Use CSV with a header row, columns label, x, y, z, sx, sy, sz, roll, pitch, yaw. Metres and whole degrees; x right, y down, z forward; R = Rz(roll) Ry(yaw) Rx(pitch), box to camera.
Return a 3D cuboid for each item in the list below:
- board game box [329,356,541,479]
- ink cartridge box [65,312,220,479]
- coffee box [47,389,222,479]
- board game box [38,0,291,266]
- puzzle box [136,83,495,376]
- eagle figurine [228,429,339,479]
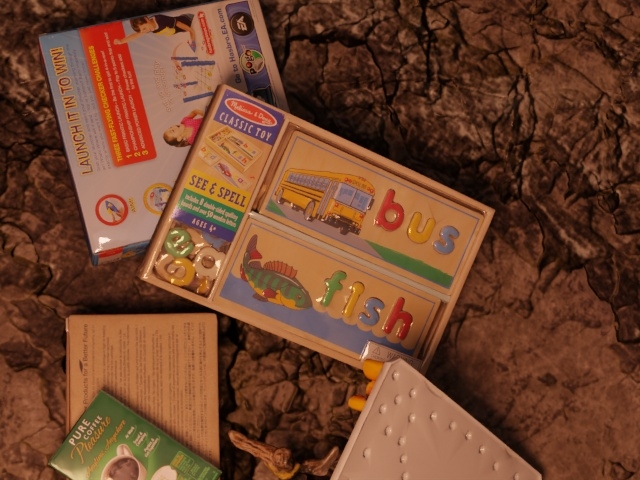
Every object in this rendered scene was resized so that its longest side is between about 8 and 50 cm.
label,x,y,z,sx,sy,sz,roll,pitch,yaw
board game box,0.095,0.388,1.629,0.390,0.050,0.390,41,68,-43
ink cartridge box,-0.227,0.213,1.708,0.193,0.088,0.234,0,79,-9
coffee box,-0.225,0.277,1.629,0.184,0.040,0.113,34,76,-3
board game box,-0.195,-0.150,1.796,0.302,0.086,0.308,-13,80,-13
puzzle box,0.000,0.000,1.744,0.409,0.052,0.272,23,89,-16
eagle figurine,-0.044,0.410,1.654,0.226,0.225,0.298,12,65,-18
